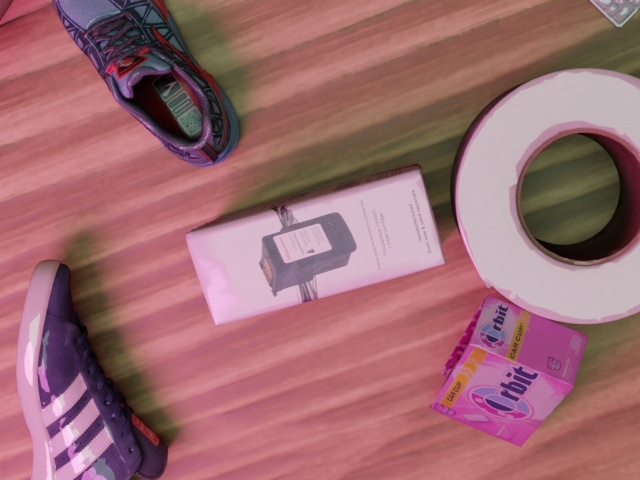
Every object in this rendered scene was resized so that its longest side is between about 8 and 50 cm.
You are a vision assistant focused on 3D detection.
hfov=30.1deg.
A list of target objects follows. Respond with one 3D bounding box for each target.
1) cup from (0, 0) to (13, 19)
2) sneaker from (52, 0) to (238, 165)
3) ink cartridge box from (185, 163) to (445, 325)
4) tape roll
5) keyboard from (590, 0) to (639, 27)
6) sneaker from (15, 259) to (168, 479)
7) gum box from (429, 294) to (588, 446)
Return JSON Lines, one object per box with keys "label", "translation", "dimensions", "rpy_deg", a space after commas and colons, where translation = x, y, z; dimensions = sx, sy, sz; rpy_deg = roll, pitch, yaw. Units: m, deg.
{"label": "cup", "translation": [-0.466, -0.257, 1.186], "dimensions": [0.331, 0.331, 0.237], "rpy_deg": [27, 122, 1]}
{"label": "sneaker", "translation": [-0.183, -0.191, 1.238], "dimensions": [0.104, 0.125, 0.262], "rpy_deg": [-43, 91, 6]}
{"label": "ink cartridge box", "translation": [0.000, 0.000, 1.219], "dimensions": [0.237, 0.172, 0.100], "rpy_deg": [-15, 94, 6]}
{"label": "tape roll", "translation": [0.255, -0.048, 1.197], "dimensions": [0.246, 0.169, 0.246], "rpy_deg": [1, 96, 5]}
{"label": "keyboard", "translation": [0.248, -0.337, 1.248], "dimensions": [0.256, 0.014, 0.072], "rpy_deg": [44, 97, 0]}
{"label": "sneaker", "translation": [-0.241, 0.190, 1.288], "dimensions": [0.148, 0.131, 0.349], "rpy_deg": [-3, 101, -2]}
{"label": "gum box", "translation": [0.188, 0.140, 1.221], "dimensions": [0.107, 0.188, 0.062], "rpy_deg": [22, 60, 3]}
